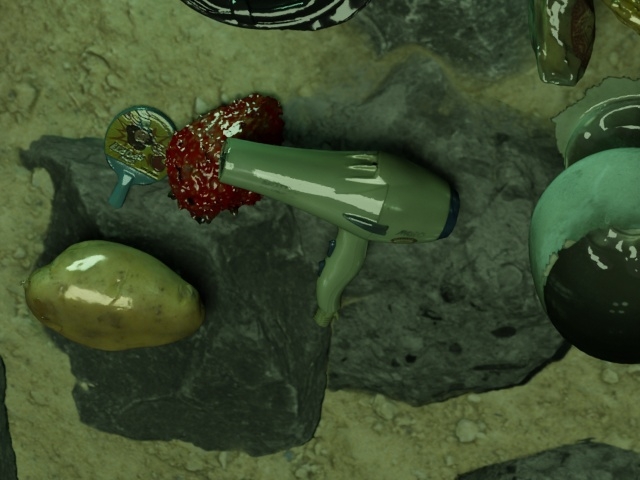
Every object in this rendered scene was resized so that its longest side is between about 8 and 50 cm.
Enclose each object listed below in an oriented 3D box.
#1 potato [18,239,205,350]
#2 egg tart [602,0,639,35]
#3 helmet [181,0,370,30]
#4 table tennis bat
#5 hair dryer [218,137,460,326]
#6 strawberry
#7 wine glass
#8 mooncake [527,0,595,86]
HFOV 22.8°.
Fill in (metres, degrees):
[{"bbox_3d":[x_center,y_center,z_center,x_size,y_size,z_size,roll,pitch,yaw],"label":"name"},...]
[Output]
[{"bbox_3d":[-0.277,0.070,2.126,0.235,0.128,0.161,-4,134,12],"label":"potato"},{"bbox_3d":[0.424,-0.333,1.686,0.315,0.120,0.315,4,116,7],"label":"egg tart"},{"bbox_3d":[-0.060,-0.367,1.790,0.279,0.160,0.230,18,121,-9],"label":"helmet"},{"bbox_3d":[-0.241,-0.107,2.069,0.100,0.019,0.155,28,120,-4],"label":"table tennis bat"},{"bbox_3d":[-0.018,-0.027,1.982,0.296,0.119,0.298,30,128,-24],"label":"hair dryer"},{"bbox_3d":[-0.123,-0.094,2.005,0.192,0.085,0.140,-16,115,18],"label":"strawberry"},{"bbox_3d":[0.350,-0.017,1.783,0.238,0.323,0.238,5,119,10],"label":"wine glass"},{"bbox_3d":[0.272,-0.252,1.784,0.073,0.125,0.130,-6,120,6],"label":"mooncake"}]
